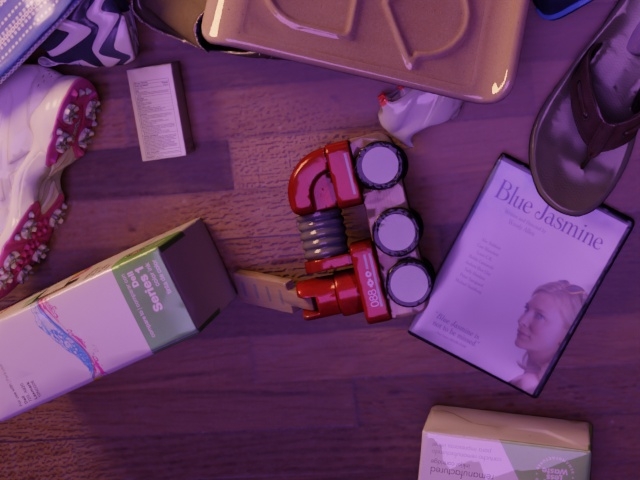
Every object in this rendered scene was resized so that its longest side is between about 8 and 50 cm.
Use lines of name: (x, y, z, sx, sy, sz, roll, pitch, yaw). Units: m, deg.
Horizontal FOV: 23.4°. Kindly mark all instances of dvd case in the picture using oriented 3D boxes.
dvd case: (0.241, 0.044, 1.865, 0.180, 0.022, 0.253, 27, 104, 3)

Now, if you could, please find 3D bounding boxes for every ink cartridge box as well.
ink cartridge box: (0.214, 0.395, 1.891, 0.207, 0.119, 0.353, 6, 102, 8)
ink cartridge box: (-0.264, 0.092, 1.867, 0.278, 0.201, 0.117, -24, 96, 14)

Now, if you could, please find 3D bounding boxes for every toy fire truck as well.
toy fire truck: (0.000, 0.000, 1.846, 0.246, 0.158, 0.217, -14, 92, 6)

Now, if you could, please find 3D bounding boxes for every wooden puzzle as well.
wooden puzzle: (0.066, -0.328, 1.730, 0.348, 0.080, 0.322, 12, 76, 0)

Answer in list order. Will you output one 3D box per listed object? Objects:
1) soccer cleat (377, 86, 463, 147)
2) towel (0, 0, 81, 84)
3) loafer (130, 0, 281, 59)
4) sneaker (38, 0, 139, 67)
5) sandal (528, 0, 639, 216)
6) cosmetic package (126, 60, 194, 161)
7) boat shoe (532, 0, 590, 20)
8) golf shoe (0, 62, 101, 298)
soccer cleat: (0.155, -0.188, 1.815, 0.196, 0.068, 0.076, -37, 108, 16)
towel: (-0.423, -0.364, 1.830, 0.243, 0.040, 0.336, -42, 75, 19)
loafer: (-0.127, -0.269, 1.802, 0.251, 0.087, 0.094, 16, 107, 27)
sneaker: (-0.315, -0.315, 1.846, 0.153, 0.094, 0.235, -11, 109, 3)
sandal: (0.331, -0.170, 1.772, 0.120, 0.086, 0.303, 26, 104, 2)
cosmetic package: (-0.195, -0.158, 1.887, 0.060, 0.041, 0.115, -5, 100, 11)
boat shoe: (0.346, -0.340, 1.727, 0.258, 0.109, 0.089, -28, 92, 12)
golf shoe: (-0.383, -0.077, 1.911, 0.140, 0.115, 0.306, 25, 98, 14)
